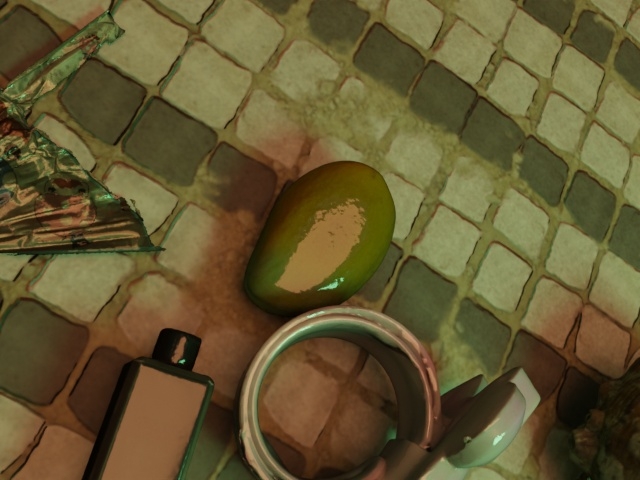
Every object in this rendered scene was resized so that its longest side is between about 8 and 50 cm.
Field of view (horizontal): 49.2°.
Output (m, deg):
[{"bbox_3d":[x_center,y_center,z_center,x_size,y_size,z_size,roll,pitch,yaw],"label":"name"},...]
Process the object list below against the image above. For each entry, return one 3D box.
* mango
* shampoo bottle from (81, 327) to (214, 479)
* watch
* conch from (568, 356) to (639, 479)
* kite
[{"bbox_3d":[0.000,0.000,0.727,0.195,0.092,0.130,-40,91,-25],"label":"mango"},{"bbox_3d":[-0.162,0.199,0.618,0.080,0.079,0.246,22,69,-17],"label":"shampoo bottle"},{"bbox_3d":[0.044,0.155,0.663,0.248,0.211,0.217,-42,86,-17],"label":"watch"},{"bbox_3d":[0.391,0.299,0.750,0.297,0.210,0.352,60,30,-20],"label":"conch"},{"bbox_3d":[-0.322,-0.105,0.665,0.406,0.014,0.368,44,65,-6],"label":"kite"}]
